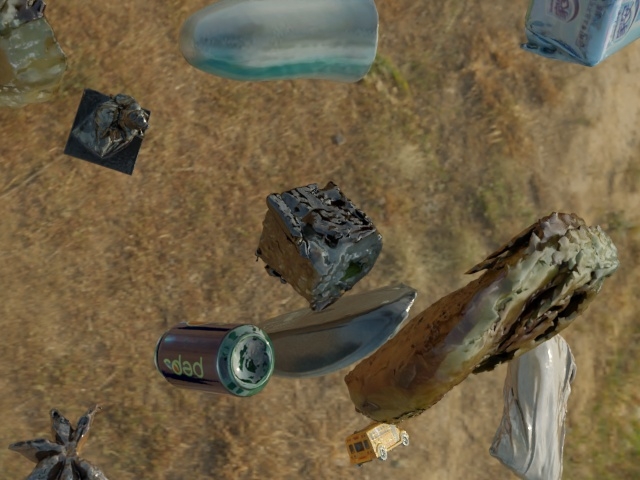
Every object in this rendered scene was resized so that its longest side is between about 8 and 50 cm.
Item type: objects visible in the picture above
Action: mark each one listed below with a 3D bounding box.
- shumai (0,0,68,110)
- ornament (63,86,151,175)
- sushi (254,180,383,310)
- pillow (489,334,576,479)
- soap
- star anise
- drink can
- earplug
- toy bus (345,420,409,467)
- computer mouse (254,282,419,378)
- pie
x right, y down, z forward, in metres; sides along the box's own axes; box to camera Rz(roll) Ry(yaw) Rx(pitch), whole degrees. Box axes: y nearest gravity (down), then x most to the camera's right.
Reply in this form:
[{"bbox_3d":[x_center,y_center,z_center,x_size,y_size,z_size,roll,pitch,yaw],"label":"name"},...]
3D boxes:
[{"bbox_3d":[-0.244,-0.151,0.727,0.105,0.139,0.123,42,24,-14],"label":"shumai"},{"bbox_3d":[-0.415,-0.243,1.925,0.153,0.196,0.166,18,81,-24],"label":"ornament"},{"bbox_3d":[0.000,0.001,0.804,0.094,0.098,0.084,-28,60,-31],"label":"sushi"},{"bbox_3d":[0.334,0.256,1.466,0.173,0.067,0.270,32,62,-36],"label":"pillow"},{"bbox_3d":[0.245,-0.268,0.714,0.156,0.077,0.293,-32,144,-38],"label":"soap"},{"bbox_3d":[-0.457,0.387,1.649,0.172,0.063,0.208,-8,58,-19],"label":"star anise"},{"bbox_3d":[-0.175,0.189,1.513,0.118,0.205,0.118,4,85,-44],"label":"drink can"},{"bbox_3d":[-0.085,-0.346,1.564,0.324,0.185,0.185,-10,88,-32],"label":"earplug"},{"bbox_3d":[0.116,0.408,1.913,0.162,0.070,0.074,-8,75,-61],"label":"toy bus"},{"bbox_3d":[0.023,0.182,1.754,0.203,0.374,0.114,-36,107,-63],"label":"computer mouse"},{"bbox_3d":[0.161,0.074,0.886,0.308,0.308,0.085,-19,69,-41],"label":"pie"}]
